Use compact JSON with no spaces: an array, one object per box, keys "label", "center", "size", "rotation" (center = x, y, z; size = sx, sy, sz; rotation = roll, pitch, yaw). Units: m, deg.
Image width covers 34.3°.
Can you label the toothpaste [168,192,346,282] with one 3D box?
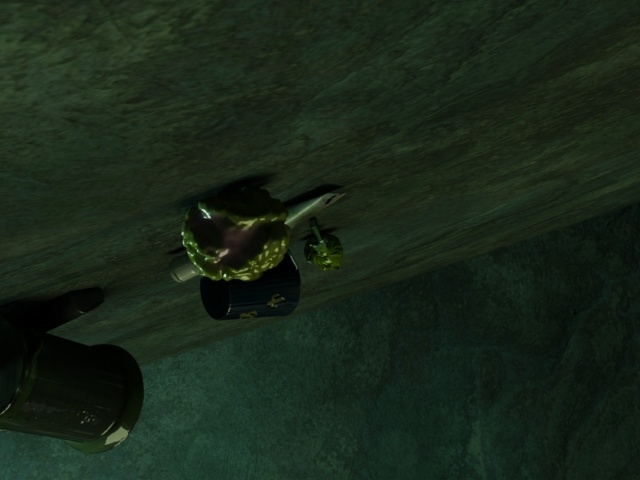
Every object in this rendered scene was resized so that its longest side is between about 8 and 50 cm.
[{"label":"toothpaste","center":[-0.105,-0.009,1.640],"size":[0.314,0.058,0.056],"rotation":[-26,126,21]}]

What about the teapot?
[{"label":"teapot","center":[-0.500,0.253,1.757],"size":[0.270,0.200,0.337],"rotation":[-28,152,17]}]

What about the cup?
[{"label":"cup","center":[-0.127,0.072,1.938],"size":[0.155,0.131,0.176],"rotation":[-8,138,-36]}]

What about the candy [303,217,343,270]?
[{"label":"candy","center":[-0.002,0.002,1.931],"size":[0.077,0.073,0.262],"rotation":[8,167,7]}]

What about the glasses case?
[{"label":"glasses case","center":[-0.462,0.130,1.812],"size":[0.190,0.042,0.072],"rotation":[-24,178,35]}]

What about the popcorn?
[{"label":"popcorn","center":[-0.111,-0.007,1.385],"size":[0.145,0.126,0.126],"rotation":[-36,166,-17]}]
